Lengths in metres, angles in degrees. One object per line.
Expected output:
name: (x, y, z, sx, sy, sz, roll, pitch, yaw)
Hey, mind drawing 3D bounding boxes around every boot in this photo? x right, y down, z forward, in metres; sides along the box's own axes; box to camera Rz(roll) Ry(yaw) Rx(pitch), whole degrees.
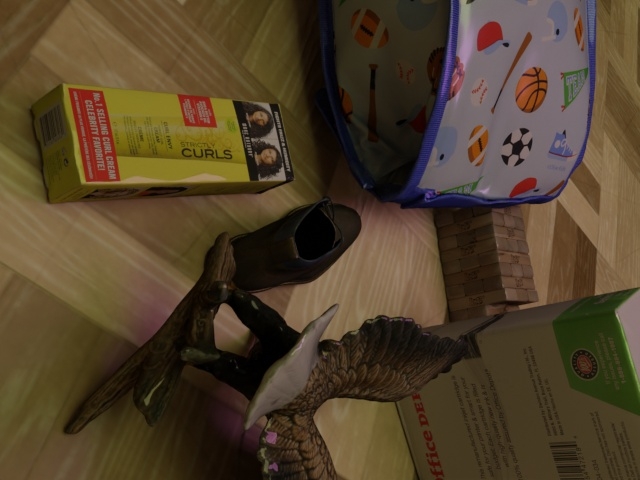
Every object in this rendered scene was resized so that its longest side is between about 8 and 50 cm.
boot: (0.000, 0.000, 0.682, 0.219, 0.106, 0.082, -25, 96, -48)

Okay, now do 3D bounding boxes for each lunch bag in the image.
lunch bag: (0.168, -0.230, 0.820, 0.328, 0.239, 0.385, -4, 88, -41)

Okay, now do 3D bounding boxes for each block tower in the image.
block tower: (0.236, 0.106, 0.911, 0.097, 0.091, 0.335, 8, 71, -46)

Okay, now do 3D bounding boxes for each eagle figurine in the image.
eagle figurine: (-0.007, 0.134, 0.576, 0.298, 0.226, 0.225, 42, 29, -23)

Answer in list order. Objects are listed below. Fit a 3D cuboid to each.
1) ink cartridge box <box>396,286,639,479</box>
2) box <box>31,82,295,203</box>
ink cartridge box: (0.231, 0.179, 0.747, 0.115, 0.273, 0.198, -15, 89, -51)
box: (-0.129, -0.084, 0.609, 0.232, 0.058, 0.087, -6, 82, -47)
